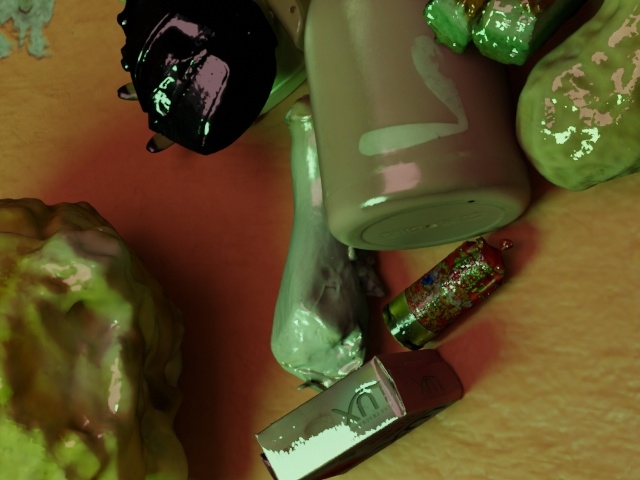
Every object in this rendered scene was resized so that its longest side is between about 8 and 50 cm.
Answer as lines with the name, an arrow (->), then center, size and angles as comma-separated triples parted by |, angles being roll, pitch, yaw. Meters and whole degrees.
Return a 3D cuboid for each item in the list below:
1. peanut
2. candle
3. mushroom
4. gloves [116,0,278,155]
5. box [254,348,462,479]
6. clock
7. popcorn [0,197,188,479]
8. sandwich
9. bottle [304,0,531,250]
peanut -> 0.272, -0.166, 0.944 | 0.149, 0.149, 0.313 | 48, 115, 29
candle -> 0.116, 0.040, 1.072 | 0.131, 0.052, 0.052 | -40, 63, 24
mushroom -> 0.001, 0.001, 1.132 | 0.099, 0.096, 0.278 | -7, 75, 32
gloves -> -0.133, -0.183, 1.159 | 0.203, 0.124, 0.164 | 33, 86, 24
box -> 0.033, 0.154, 1.077 | 0.156, 0.111, 0.060 | -36, 73, 27
clock -> -0.105, -0.190, 1.244 | 0.232, 0.069, 0.170 | -43, 62, 22
popcorn -> -0.304, 0.133, 1.170 | 0.390, 0.354, 0.344 | 17, 112, 33
sandwich -> 0.167, -0.234, 0.937 | 0.109, 0.160, 0.185 | 32, 68, 10
bottle -> 0.060, -0.154, 1.046 | 0.173, 0.206, 0.297 | -23, 69, 48
